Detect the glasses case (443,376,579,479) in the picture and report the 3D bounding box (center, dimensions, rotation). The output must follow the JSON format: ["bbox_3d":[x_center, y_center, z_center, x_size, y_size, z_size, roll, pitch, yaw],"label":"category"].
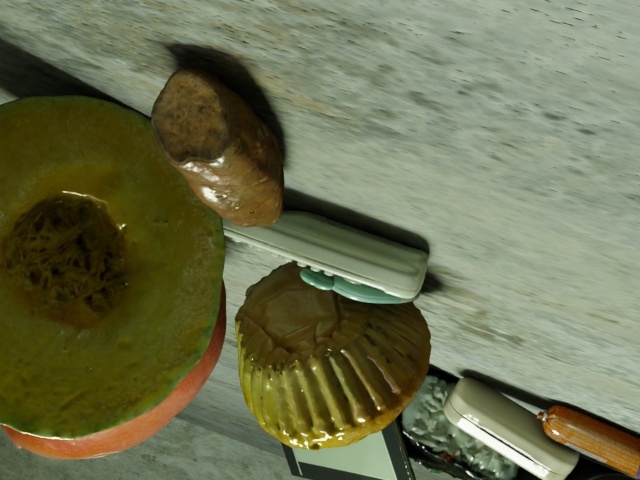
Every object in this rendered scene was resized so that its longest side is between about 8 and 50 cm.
[{"bbox_3d":[0.263,0.261,1.812,0.196,0.050,0.083,32,-151,5],"label":"glasses case"}]

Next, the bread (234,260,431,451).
[{"bbox_3d":[0.011,0.125,1.487,0.240,0.240,0.139,10,138,38],"label":"bread"}]

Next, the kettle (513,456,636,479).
[{"bbox_3d":[0.383,0.419,1.931,0.262,0.203,0.308,23,172,-15],"label":"kettle"}]

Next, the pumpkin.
[{"bbox_3d":[-0.278,0.028,1.346,0.332,0.332,0.199,28,165,-21],"label":"pumpkin"}]

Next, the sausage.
[{"bbox_3d":[0.452,0.305,1.799,0.347,0.053,0.053,24,165,-6],"label":"sausage"}]

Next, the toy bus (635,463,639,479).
[{"bbox_3d":[0.484,0.301,1.681,0.098,0.087,0.178,31,165,-9],"label":"toy bus"}]

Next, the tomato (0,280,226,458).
[{"bbox_3d":[-0.266,0.119,1.653,0.272,0.341,0.341,13,169,-25],"label":"tomato"}]

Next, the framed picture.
[{"bbox_3d":[0.010,0.253,1.963,0.347,0.016,0.265,-4,106,58],"label":"framed picture"}]

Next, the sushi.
[{"bbox_3d":[0.185,0.273,1.918,0.225,0.124,0.127,27,162,-17],"label":"sushi"}]

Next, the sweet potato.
[{"bbox_3d":[-0.084,-0.070,1.187,0.097,0.097,0.252,17,162,18],"label":"sweet potato"}]

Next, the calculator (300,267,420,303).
[{"bbox_3d":[0.044,0.044,1.424,0.153,0.021,0.095,8,-164,-42],"label":"calculator"}]

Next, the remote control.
[{"bbox_3d":[-0.001,0.001,1.378,0.230,0.049,0.090,18,-166,9],"label":"remote control"}]
